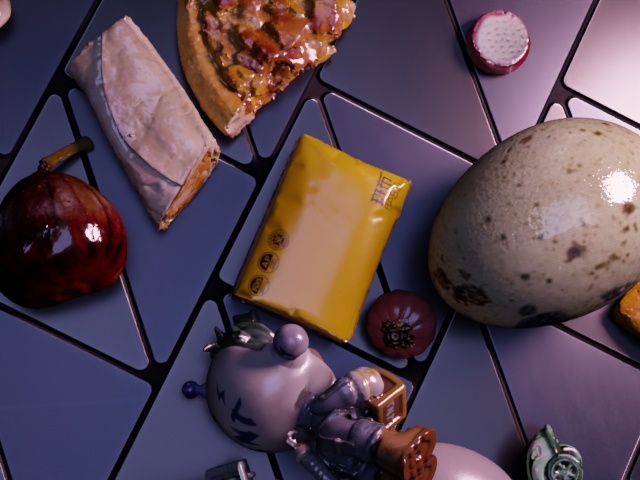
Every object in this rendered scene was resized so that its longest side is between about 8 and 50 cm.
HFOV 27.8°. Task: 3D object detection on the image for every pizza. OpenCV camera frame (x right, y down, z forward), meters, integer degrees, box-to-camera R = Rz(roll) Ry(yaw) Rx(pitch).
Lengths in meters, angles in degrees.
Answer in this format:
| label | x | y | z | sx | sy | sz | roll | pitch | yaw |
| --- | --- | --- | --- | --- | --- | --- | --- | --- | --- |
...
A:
| label | x | y | z | sx | sy | sz | roll | pitch | yaw |
| --- | --- | --- | --- | --- | --- | --- | --- | --- | --- |
| pizza | -0.088 | -0.352 | 1.992 | 0.278 | 0.114 | 0.408 | 13 | 83 | 0 |

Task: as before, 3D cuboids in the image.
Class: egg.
| label | x | y | z | sx | sy | sz | roll | pitch | yaw |
| --- | --- | --- | --- | --- | --- | --- | --- | --- | --- |
| egg | 0.190 | 0.385 | 1.870 | 0.232 | 0.176 | 0.176 | 36 | 79 | -8 |
| egg | 0.337 | -0.020 | 1.897 | 0.379 | 0.287 | 0.287 | -38 | 87 | -5 |

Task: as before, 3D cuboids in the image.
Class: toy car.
| label | x | y | z | sx | sy | sz | roll | pitch | yaw |
| --- | --- | --- | --- | --- | --- | --- | --- | --- | --- |
| toy car | 0.368 | 0.428 | 1.914 | 0.125 | 0.136 | 0.305 | -27 | 84 | 9 |

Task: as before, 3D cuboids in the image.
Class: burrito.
| label | x | y | z | sx | sy | sz | roll | pitch | yaw |
| --- | --- | --- | --- | --- | --- | --- | --- | --- | --- |
| burrito | -0.255 | -0.177 | 1.944 | 0.143 | 0.105 | 0.299 | -31 | 87 | -1 |

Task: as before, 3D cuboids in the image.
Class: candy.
| label | x | y | z | sx | sy | sz | roll | pitch | yaw |
| --- | --- | --- | --- | --- | --- | --- | --- | --- | --- |
| candy | 0.284 | -0.315 | 2.058 | 0.103 | 0.043 | 0.103 | 1 | 82 | -7 |

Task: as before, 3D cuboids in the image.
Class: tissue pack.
| label | x | y | z | sx | sy | sz | roll | pitch | yaw |
| --- | --- | --- | --- | --- | --- | --- | --- | --- | --- |
| tissue pack | 0.000 | 0.000 | 1.930 | 0.192 | 0.134 | 0.270 | 22 | 80 | -4 |

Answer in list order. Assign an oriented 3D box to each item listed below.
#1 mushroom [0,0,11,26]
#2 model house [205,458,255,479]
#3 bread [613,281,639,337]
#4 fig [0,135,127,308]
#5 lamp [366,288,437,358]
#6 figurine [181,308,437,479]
| label | x | y | z | sx | sy | sz | roll | pitch | yaw |
| --- | --- | --- | --- | --- | --- | --- | --- | --- | --- |
| mushroom | -0.507 | -0.343 | 1.955 | 0.084 | 0.067 | 0.083 | -10 | 42 | 9 |
| model house | -0.169 | 0.445 | 1.810 | 0.215 | 0.198 | 0.224 | -15 | 82 | -22 |
| bread | 0.575 | 0.044 | 2.023 | 0.139 | 0.077 | 0.271 | 39 | 82 | 3 |
| fig | -0.394 | -0.033 | 1.870 | 0.204 | 0.186 | 0.249 | -22 | 76 | 9 |
| lamp | 0.122 | 0.126 | 1.946 | 0.108 | 0.092 | 0.107 | 5 | 110 | 14 |
| figurine | -0.009 | 0.230 | 1.817 | 0.382 | 0.261 | 0.186 | 20 | 36 | 30 |
